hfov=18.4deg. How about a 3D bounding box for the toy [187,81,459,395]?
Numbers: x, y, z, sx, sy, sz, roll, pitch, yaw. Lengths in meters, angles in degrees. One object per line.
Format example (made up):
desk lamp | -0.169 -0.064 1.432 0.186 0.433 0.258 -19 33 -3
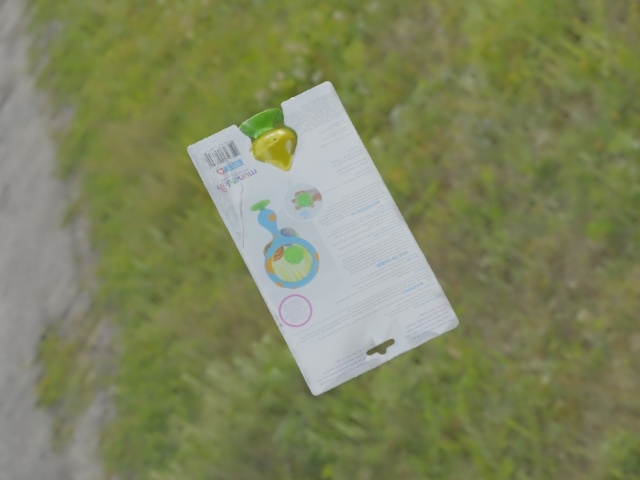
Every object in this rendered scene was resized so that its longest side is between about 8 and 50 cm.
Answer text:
toy | 0.000 0.000 1.660 0.137 0.237 0.056 -26 -9 -9
